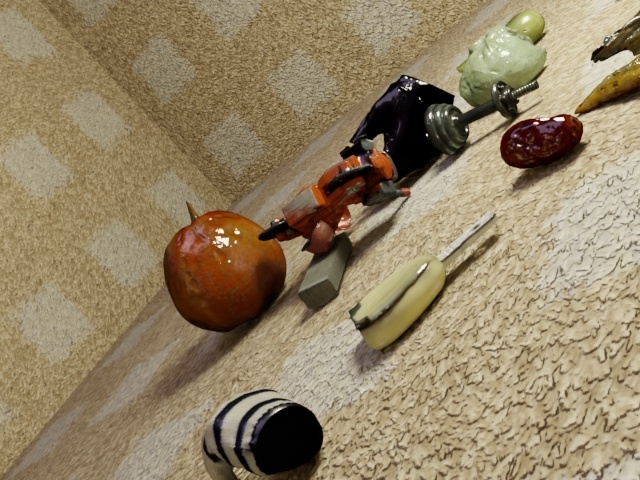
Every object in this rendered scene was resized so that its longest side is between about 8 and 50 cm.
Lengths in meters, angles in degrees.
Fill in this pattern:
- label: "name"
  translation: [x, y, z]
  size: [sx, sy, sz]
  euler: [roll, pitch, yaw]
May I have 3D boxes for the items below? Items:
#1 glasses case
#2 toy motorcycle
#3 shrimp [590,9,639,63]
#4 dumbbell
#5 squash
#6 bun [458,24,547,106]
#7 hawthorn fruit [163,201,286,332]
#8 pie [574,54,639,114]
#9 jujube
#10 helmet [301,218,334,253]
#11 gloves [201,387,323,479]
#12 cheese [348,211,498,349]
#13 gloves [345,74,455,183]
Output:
- label: "glasses case"
  translation: [0.014, 0.056, 1.460]
  size: [0.071, 0.047, 0.205]
  euler: [-28, 16, 22]
- label: "toy motorcycle"
  translation: [0.030, -0.081, 1.539]
  size: [0.326, 0.148, 0.221]
  euler: [-33, -13, 37]
- label: "shrimp"
  translation: [0.540, -0.338, 1.135]
  size: [0.254, 0.059, 0.145]
  euler: [-37, 22, 2]
- label: "dumbbell"
  translation: [0.310, -0.250, 1.469]
  size: [0.254, 0.110, 0.110]
  euler: [-23, 22, 41]
- label: "squash"
  translation: [0.442, -0.470, 1.851]
  size: [0.250, 0.083, 0.083]
  euler: [-37, 13, 40]
- label: "bun"
  translation: [0.383, -0.383, 1.619]
  size: [0.204, 0.126, 0.212]
  euler: [-47, 14, -13]
- label: "hawthorn fruit"
  translation: [-0.235, 0.047, 1.687]
  size: [0.277, 0.298, 0.277]
  euler: [-27, 12, 6]
- label: "pie"
  translation: [0.452, -0.239, 1.124]
  size: [0.092, 0.034, 0.170]
  euler: [-47, 7, -13]
- label: "jujube"
  translation: [0.327, -0.150, 1.115]
  size: [0.129, 0.077, 0.077]
  euler: [-18, 27, 51]
- label: "helmet"
  translation: [0.001, 0.001, 1.472]
  size: [0.065, 0.049, 0.084]
  euler: [-62, 2, -35]
- label: "gloves"
  translation: [-0.094, 0.250, 0.960]
  size: [0.219, 0.131, 0.140]
  euler: [-9, 32, 53]
- label: "cheese"
  translation: [0.148, 0.047, 1.053]
  size: [0.251, 0.054, 0.127]
  euler: [-41, 12, 2]
- label: "gloves"
  translation: [0.159, -0.211, 1.621]
  size: [0.301, 0.197, 0.152]
  euler: [-55, 32, 28]
